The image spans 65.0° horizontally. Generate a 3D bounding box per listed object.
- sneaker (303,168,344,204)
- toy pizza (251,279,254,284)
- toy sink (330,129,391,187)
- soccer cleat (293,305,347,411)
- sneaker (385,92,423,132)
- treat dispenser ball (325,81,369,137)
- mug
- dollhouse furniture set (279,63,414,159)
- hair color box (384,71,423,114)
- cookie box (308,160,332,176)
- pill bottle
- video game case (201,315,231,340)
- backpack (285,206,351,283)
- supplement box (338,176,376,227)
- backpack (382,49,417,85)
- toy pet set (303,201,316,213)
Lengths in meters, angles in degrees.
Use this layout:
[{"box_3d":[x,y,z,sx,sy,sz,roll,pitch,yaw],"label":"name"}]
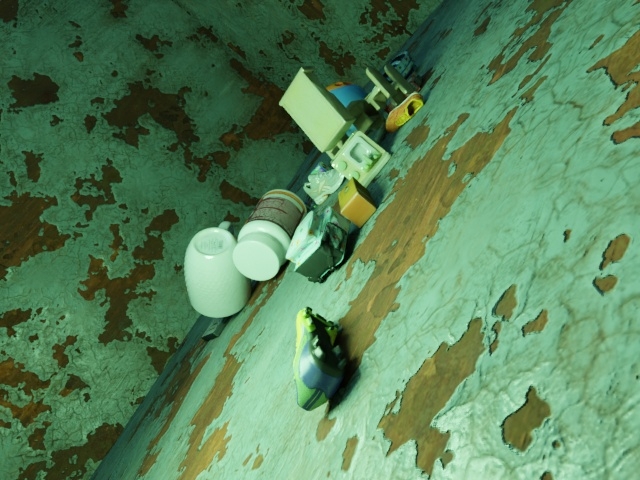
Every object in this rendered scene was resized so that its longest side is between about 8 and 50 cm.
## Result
[{"box_3d":[0.014,-0.253,2.116,0.262,0.121,0.099,-41,18,47],"label":"sneaker"},{"box_3d":[-0.342,0.175,2.495,0.201,0.032,0.201,-51,12,15],"label":"toy pizza"},{"box_3d":[0.128,-0.282,1.720,0.153,0.131,0.234,-51,12,11],"label":"toy sink"},{"box_3d":[-0.020,0.214,0.952,0.121,0.093,0.289,-59,10,8],"label":"soccer cleat"},{"box_3d":[0.285,-0.436,1.735,0.175,0.064,0.067,-48,22,39],"label":"sneaker"},{"box_3d":[0.104,-0.576,2.296,0.288,0.288,0.288,-50,12,15],"label":"treat dispenser ball"},{"box_3d":[-0.431,0.084,2.146,0.328,0.276,0.374,94,-176,-46],"label":"mug"},{"box_3d":[0.080,-0.509,1.902,0.394,0.256,0.362,-27,-15,-49],"label":"dollhouse furniture set"},{"box_3d":[0.330,-0.582,2.001,0.167,0.053,0.093,-42,15,40],"label":"hair color box"},{"box_3d":[0.015,-0.289,2.253,0.092,0.107,0.040,-44,16,42],"label":"cookie box"},{"box_3d":[-0.205,-0.027,2.055,0.224,0.224,0.392,-46,13,34],"label":"pill bottle"},{"box_3d":[-0.471,0.366,2.435,0.248,0.035,0.275,-59,12,-26],"label":"video game case"},{"box_3d":[0.000,0.000,1.380,0.166,0.144,0.188,-50,8,44],"label":"backpack"},{"box_3d":[0.104,-0.116,1.470,0.078,0.080,0.233,-50,14,14],"label":"supplement box"},{"box_3d":[0.361,-0.766,2.261,0.158,0.116,0.173,-56,11,-15],"label":"backpack"},{"box_3d":[-0.068,-0.157,2.299,0.122,0.065,0.114,-53,11,0],"label":"toy pet set"}]
